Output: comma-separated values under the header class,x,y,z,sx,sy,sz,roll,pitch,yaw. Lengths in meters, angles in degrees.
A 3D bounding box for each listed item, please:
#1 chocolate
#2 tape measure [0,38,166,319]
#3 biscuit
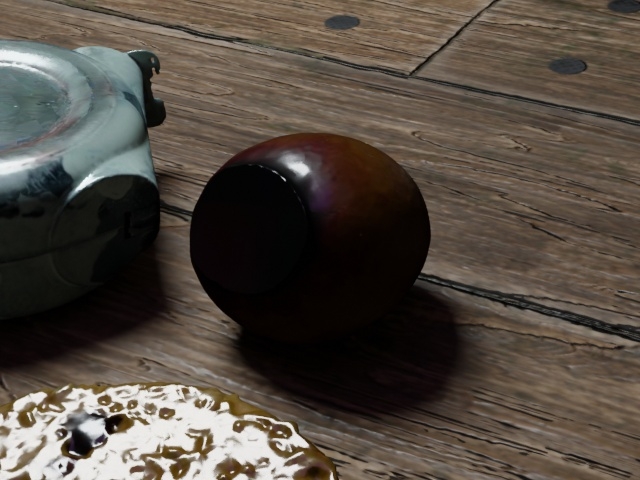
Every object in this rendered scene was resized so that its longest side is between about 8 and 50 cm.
class,x,y,z,sx,sy,sz,roll,pitch,yaw
chocolate,0.000,0.000,1.056,0.177,0.176,0.176,-3,33,2
tape measure,-0.251,-0.049,1.149,0.275,0.147,0.256,-4,35,-8
biscuit,-0.125,0.187,0.829,0.296,0.075,0.296,-4,38,3
